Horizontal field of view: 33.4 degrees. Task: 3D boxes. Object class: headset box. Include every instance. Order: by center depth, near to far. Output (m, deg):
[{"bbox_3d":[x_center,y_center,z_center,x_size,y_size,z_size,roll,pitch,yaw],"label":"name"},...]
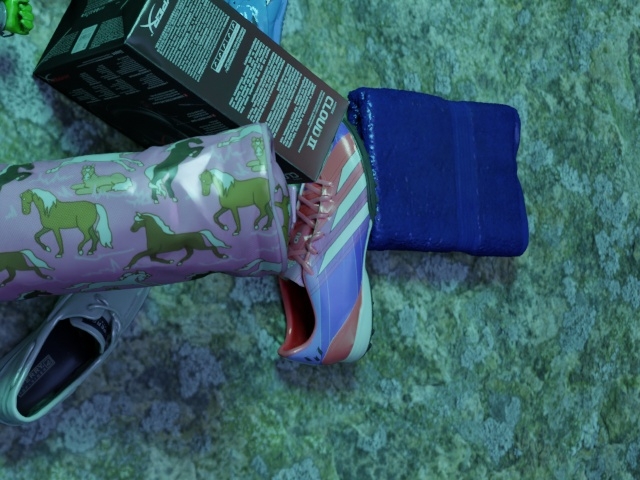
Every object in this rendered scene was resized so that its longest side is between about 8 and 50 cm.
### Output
[{"bbox_3d":[-0.130,-0.159,1.171,0.293,0.218,0.110,34,69,-32],"label":"headset box"}]

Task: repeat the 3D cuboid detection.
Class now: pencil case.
[{"bbox_3d":[-0.213,-0.014,1.035,0.386,0.167,0.160,-9,120,0],"label":"pencil case"}]

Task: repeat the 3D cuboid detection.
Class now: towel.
[{"bbox_3d":[0.163,-0.090,1.502,0.308,0.076,0.228,2,81,-38],"label":"towel"}]

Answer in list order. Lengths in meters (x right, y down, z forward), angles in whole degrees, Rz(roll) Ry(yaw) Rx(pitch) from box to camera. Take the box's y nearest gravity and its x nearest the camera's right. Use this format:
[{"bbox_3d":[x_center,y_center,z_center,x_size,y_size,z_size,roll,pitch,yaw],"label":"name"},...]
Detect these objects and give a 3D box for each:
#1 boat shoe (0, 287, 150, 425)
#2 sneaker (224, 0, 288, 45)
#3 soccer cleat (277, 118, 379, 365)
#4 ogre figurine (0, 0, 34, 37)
[{"bbox_3d":[-0.252,0.098,1.155,0.095,0.084,0.258,47,63,-28],"label":"boat shoe"},{"bbox_3d":[-0.087,-0.295,1.302,0.082,0.069,0.209,15,80,-34],"label":"sneaker"},{"bbox_3d":[0.000,0.000,1.348,0.116,0.108,0.318,-3,94,-34],"label":"soccer cleat"},{"bbox_3d":[-0.373,-0.291,1.058,0.118,0.096,0.197,-25,110,-43],"label":"ogre figurine"}]
